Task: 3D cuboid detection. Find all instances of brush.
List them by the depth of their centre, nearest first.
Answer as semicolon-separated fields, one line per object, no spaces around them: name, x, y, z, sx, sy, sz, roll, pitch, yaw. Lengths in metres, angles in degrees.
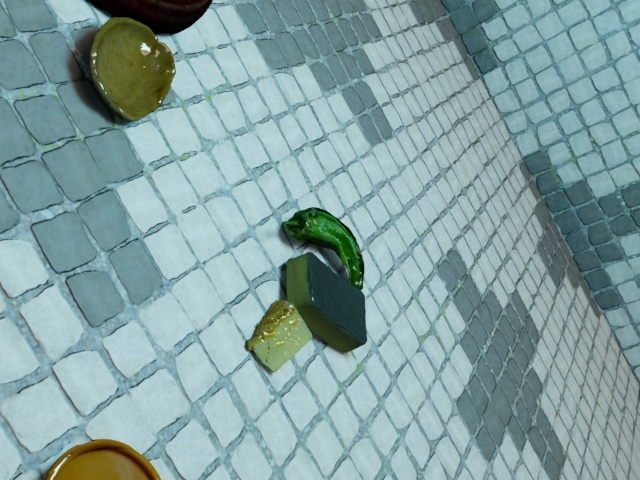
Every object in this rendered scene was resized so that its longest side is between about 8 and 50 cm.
brush;0.014;0.113;1.366;0.197;0.059;0.123;40;35;-42

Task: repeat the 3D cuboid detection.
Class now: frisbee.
frisbee;-0.254;0.329;0.865;0.192;0.035;0.192;34;44;-40

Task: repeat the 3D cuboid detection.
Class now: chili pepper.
chili pepper;0.000;0.000;1.424;0.279;0.065;0.122;36;39;-44

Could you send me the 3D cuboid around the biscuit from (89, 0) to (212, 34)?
biscuit;-0.335;-0.554;1.296;0.407;0.091;0.407;33;45;-40

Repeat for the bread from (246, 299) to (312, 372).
bread;-0.076;0.165;1.249;0.109;0.080;0.084;-42;105;-22

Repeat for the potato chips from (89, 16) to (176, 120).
potato chips;-0.306;-0.272;1.183;0.150;0.049;0.202;47;35;-32
